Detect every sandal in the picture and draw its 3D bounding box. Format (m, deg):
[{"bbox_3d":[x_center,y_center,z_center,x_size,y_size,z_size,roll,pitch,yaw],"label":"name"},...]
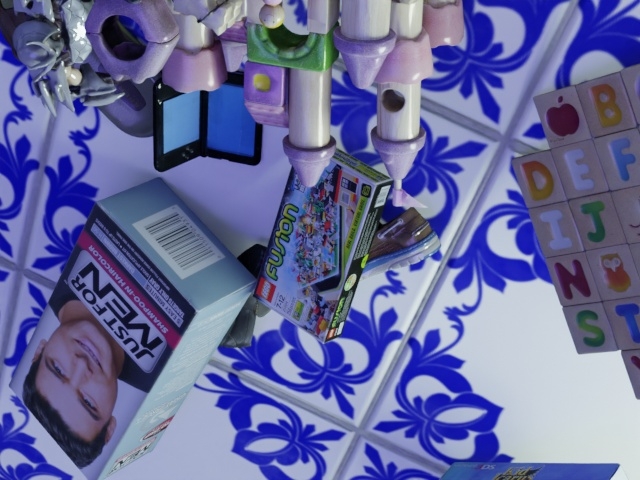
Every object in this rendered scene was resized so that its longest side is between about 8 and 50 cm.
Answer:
[{"bbox_3d":[-0.286,-0.225,1.450,0.303,0.086,0.120,42,128,-10],"label":"sandal"}]

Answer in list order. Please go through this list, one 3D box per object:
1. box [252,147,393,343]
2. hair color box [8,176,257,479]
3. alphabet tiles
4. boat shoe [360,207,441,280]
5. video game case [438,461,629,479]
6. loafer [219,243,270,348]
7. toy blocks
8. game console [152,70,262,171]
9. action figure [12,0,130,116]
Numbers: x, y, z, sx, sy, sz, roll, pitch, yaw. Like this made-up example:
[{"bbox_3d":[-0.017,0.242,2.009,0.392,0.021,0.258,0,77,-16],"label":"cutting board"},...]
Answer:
[{"bbox_3d":[0.000,0.000,1.475,0.114,0.036,0.207,31,118,27],"label":"box"},{"bbox_3d":[-0.244,0.120,1.631,0.185,0.113,0.374,46,132,15],"label":"hair color box"},{"bbox_3d":[0.331,-0.002,1.305,0.285,0.011,0.342,-12,100,51],"label":"alphabet tiles"},{"bbox_3d":[0.051,0.006,1.504,0.183,0.066,0.066,-20,100,31],"label":"boat shoe"},{"bbox_3d":[0.298,0.387,1.608,0.269,0.061,0.244,-11,112,49],"label":"video game case"},{"bbox_3d":[-0.088,0.070,1.611,0.061,0.062,0.170,15,134,-18],"label":"loafer"},{"bbox_3d":[-0.032,-0.160,1.250,0.288,0.309,0.260,11,121,15],"label":"toy blocks"},{"bbox_3d":[-0.127,-0.130,1.468,0.071,0.107,0.122,34,135,34],"label":"game console"},{"bbox_3d":[-0.220,-0.239,1.285,0.099,0.285,0.185,16,129,10],"label":"action figure"}]
